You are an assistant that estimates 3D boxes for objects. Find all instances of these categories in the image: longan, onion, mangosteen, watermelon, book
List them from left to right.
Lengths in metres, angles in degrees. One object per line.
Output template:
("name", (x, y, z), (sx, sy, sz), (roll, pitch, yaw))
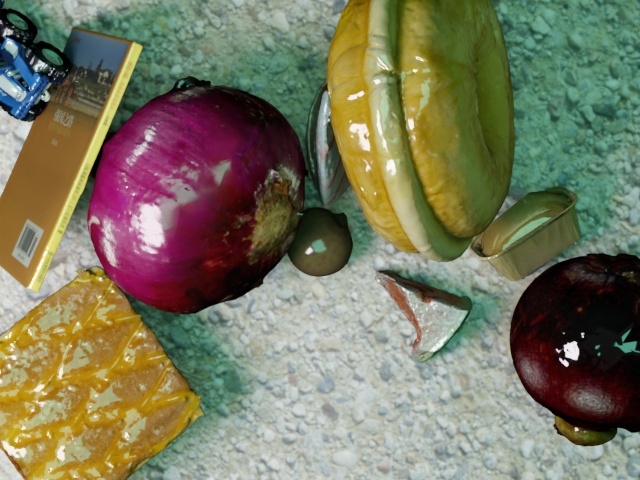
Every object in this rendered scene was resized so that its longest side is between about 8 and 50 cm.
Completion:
("book", (-0.382, -0.128, 1.808), (0.028, 0.262, 0.373), (23, 91, -31))
("onion", (-0.218, -0.078, 1.802), (0.385, 0.348, 0.347), (23, 91, 29))
("longan", (0.000, 0.000, 1.901), (0.113, 0.092, 0.113), (-1, 70, 2))
("watermelon", (0.169, 0.095, 1.910), (0.121, 0.098, 0.158), (-26, 89, -1))
("mangosteen", (0.424, 0.163, 1.826), (0.297, 0.297, 0.293), (10, 89, -2))

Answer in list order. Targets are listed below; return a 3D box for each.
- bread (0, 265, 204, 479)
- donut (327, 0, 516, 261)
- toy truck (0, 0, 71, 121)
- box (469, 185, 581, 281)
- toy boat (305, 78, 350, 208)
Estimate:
("bread", (-0.356, 0.221, 1.817), (0.279, 0.207, 0.279), (-40, 94, -18))
("donut", (0.150, -0.181, 1.740), (0.198, 0.449, 0.448), (-7, 93, 22))
("toy truck", (-0.484, -0.277, 1.840), (0.208, 0.126, 0.113), (45, 115, 12))
("box", (0.316, -0.016, 1.905), (0.177, 0.111, 0.111), (-35, 93, -1))
("toy boat", (0.019, -0.150, 1.799), (0.096, 0.282, 0.206), (10, 90, 3))
